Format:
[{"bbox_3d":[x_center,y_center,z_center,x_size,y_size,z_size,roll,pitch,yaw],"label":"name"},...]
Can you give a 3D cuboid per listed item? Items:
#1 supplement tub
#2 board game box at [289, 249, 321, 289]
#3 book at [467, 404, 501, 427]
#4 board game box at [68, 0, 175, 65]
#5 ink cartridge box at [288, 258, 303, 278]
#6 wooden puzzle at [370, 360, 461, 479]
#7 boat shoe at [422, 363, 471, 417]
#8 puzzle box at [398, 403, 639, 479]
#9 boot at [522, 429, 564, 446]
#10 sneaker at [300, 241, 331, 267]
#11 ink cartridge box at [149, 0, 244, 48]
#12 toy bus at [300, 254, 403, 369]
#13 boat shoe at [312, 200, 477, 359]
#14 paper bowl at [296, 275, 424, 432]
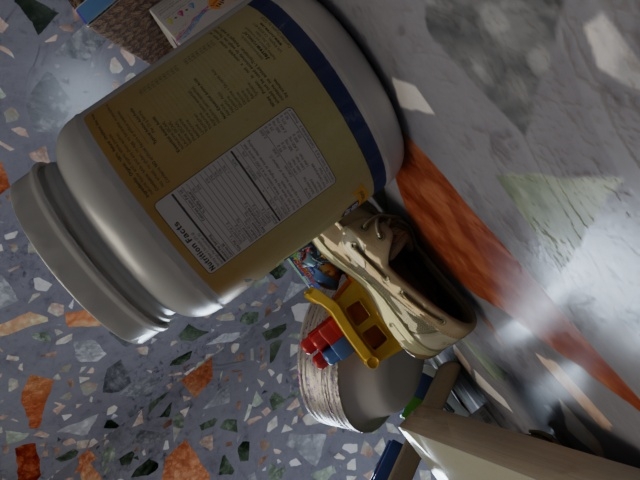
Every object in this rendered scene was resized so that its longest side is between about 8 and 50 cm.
[{"bbox_3d":[-0.103,-0.070,0.578,0.228,0.316,0.228,53,175,6],"label":"supplement tub"},{"bbox_3d":[-0.022,-0.002,1.335,0.136,0.035,0.201,57,-154,-30],"label":"board game box"},{"bbox_3d":[0.292,0.404,1.146,0.096,0.144,0.035,52,175,21],"label":"book"},{"bbox_3d":[-0.309,-0.427,0.837,0.291,0.141,0.232,54,-174,1],"label":"board game box"},{"bbox_3d":[-0.047,0.053,2.020,0.211,0.121,0.289,53,176,14],"label":"ink cartridge box"},{"bbox_3d":[0.179,0.400,1.196,0.080,0.322,0.348,23,167,17],"label":"wooden puzzle"},{"bbox_3d":[0.282,0.375,1.424,0.219,0.077,0.070,54,174,-21],"label":"boat shoe"},{"bbox_3d":[0.279,0.331,0.667,0.272,0.052,0.409,54,158,-11],"label":"puzzle box"},{"bbox_3d":[0.307,0.341,0.860,0.203,0.095,0.262,55,173,-25],"label":"boot"},{"bbox_3d":[0.000,0.000,1.201,0.262,0.125,0.104,53,174,7],"label":"sneaker"},{"bbox_3d":[-0.120,-0.251,0.725,0.181,0.104,0.062,50,174,32],"label":"ink cartridge box"},{"bbox_3d":[0.048,0.091,0.909,0.220,0.211,0.149,55,177,0],"label":"toy bus"},{"bbox_3d":[0.081,0.008,0.757,0.302,0.109,0.098,53,136,9],"label":"boat shoe"},{"bbox_3d":[0.091,0.204,1.078,0.148,0.284,0.284,4,142,34],"label":"paper bowl"}]
